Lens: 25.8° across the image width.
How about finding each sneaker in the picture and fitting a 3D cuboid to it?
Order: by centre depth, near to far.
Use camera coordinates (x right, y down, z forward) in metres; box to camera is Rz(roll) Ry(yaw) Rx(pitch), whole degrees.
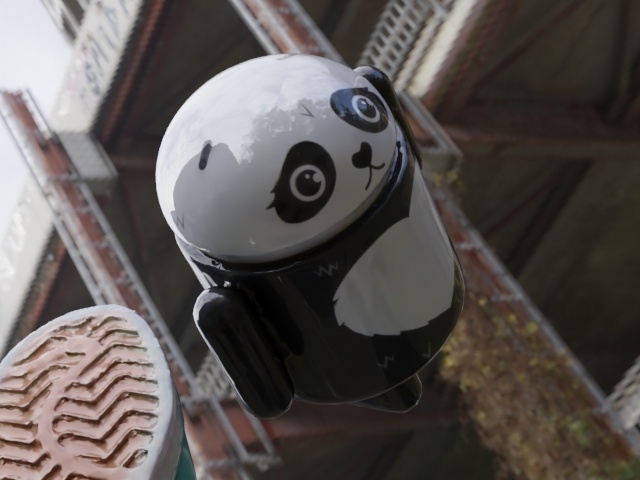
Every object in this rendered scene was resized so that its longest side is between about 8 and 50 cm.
[{"bbox_3d":[-0.094,0.165,0.628,0.108,0.302,0.121,-15,-46,3],"label":"sneaker"}]

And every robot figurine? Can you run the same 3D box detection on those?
[{"bbox_3d":[0.001,0.002,0.965,0.174,0.209,0.278,-23,-50,5],"label":"robot figurine"}]
